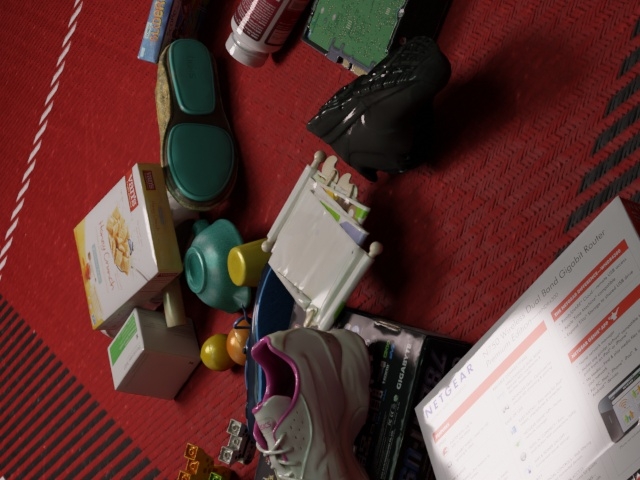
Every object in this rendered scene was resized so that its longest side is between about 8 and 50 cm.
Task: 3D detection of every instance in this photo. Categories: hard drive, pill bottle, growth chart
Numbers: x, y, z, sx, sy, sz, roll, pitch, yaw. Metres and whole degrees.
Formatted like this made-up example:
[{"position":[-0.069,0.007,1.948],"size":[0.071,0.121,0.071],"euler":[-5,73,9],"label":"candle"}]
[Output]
[{"position":[0.102,-0.374,1.859],"size":[0.237,0.064,0.339],"euler":[41,112,57],"label":"hard drive"},{"position":[-0.075,-0.328,2.117],"size":[0.152,0.086,0.086],"euler":[-55,36,31],"label":"pill bottle"},{"position":[0.000,0.000,1.787],"size":[0.172,0.021,0.237],"euler":[-54,35,16],"label":"growth chart"}]

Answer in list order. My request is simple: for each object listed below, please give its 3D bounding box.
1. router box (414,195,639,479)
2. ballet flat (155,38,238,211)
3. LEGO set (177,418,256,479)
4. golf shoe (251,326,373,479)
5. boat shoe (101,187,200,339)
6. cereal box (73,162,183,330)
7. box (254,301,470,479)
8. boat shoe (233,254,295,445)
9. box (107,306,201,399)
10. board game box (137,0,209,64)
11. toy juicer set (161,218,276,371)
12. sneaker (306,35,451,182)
[{"position":[0.246,0.180,1.345],"size":[0.335,0.082,0.301],"euler":[-50,38,33],"label":"router box"},{"position":[-0.195,-0.154,2.233],"size":[0.123,0.123,0.349],"euler":[-48,38,39],"label":"ballet flat"},{"position":[-0.142,0.342,1.960],"size":[0.087,0.093,0.227],"euler":[18,91,34],"label":"LEGO set"},{"position":[-0.018,0.239,1.590],"size":[0.115,0.140,0.306],"euler":[-30,55,49],"label":"golf shoe"},{"position":[-0.266,0.052,2.268],"size":[0.277,0.098,0.096],"euler":[-62,32,21],"label":"boat shoe"},{"position":[-0.288,0.012,2.174],"size":[0.240,0.047,0.173],"euler":[-40,58,50],"label":"cereal box"},{"position":[0.034,0.231,1.710],"size":[0.293,0.073,0.296],"euler":[11,88,61],"label":"box"},{"position":[-0.070,0.140,1.893],"size":[0.089,0.109,0.258],"euler":[-9,68,62],"label":"boat shoe"},{"position":[-0.248,0.169,2.182],"size":[0.101,0.102,0.087],"euler":[-53,39,32],"label":"box"},{"position":[-0.225,-0.375,2.354],"size":[0.035,0.136,0.201],"euler":[16,92,18],"label":"board game box"},{"position":[-0.141,0.073,2.078],"size":[0.329,0.089,0.209],"euler":[21,114,57],"label":"toy juicer set"},{"position":[0.092,-0.147,1.716],"size":[0.109,0.130,0.286],"euler":[-43,6,-20],"label":"sneaker"}]
